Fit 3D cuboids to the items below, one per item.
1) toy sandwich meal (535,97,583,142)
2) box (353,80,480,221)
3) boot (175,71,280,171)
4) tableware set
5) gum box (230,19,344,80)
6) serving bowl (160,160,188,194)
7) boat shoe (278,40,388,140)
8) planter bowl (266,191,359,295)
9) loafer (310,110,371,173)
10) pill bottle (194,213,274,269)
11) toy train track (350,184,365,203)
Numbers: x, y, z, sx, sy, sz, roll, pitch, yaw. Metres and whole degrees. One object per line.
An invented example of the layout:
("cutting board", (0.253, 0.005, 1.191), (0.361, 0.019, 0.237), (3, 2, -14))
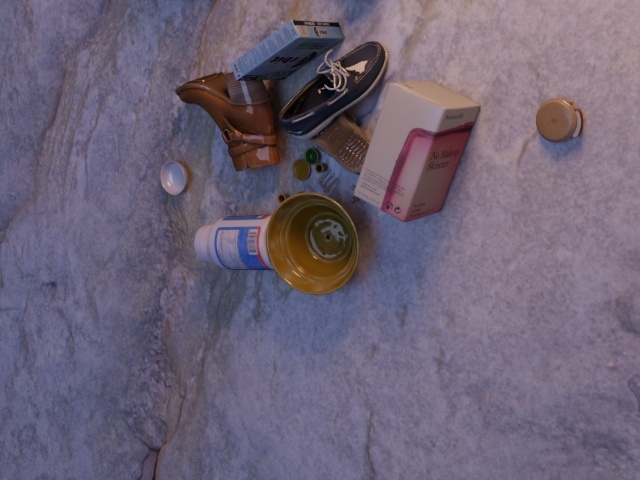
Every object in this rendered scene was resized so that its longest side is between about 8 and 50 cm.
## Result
("toy sandwich meal", (0.420, -0.211, 1.537), (0.085, 0.029, 0.086), (12, 108, 39))
("box", (0.181, -0.170, 1.647), (0.126, 0.148, 0.232), (31, 117, 28))
("boot", (-0.203, -0.265, 1.960), (0.283, 0.109, 0.220), (-1, 111, 41))
("tableware set", (-0.038, -0.124, 1.900), (0.154, 0.024, 0.104), (-45, 73, 35))
("gum box", (-0.067, -0.384, 1.782), (0.184, 0.157, 0.041), (-25, 84, 37))
("serving bowl", (-0.350, -0.153, 2.125), (0.083, 0.027, 0.083), (9, 105, 36))
("boat shoe", (0.023, -0.307, 1.725), (0.254, 0.079, 0.095), (-38, 57, 8))
("planter bowl", (0.000, 0.000, 1.848), (0.217, 0.090, 0.217), (6, 103, 25))
("loafer", (0.031, -0.215, 1.786), (0.102, 0.092, 0.268), (-41, 57, 6))
("pill bottle", (-0.174, 0.005, 1.968), (0.221, 0.124, 0.124), (0, 100, 38))
("toy train track", (0.086, -0.107, 1.817), (0.048, 0.014, 0.083), (52, 124, 16))
